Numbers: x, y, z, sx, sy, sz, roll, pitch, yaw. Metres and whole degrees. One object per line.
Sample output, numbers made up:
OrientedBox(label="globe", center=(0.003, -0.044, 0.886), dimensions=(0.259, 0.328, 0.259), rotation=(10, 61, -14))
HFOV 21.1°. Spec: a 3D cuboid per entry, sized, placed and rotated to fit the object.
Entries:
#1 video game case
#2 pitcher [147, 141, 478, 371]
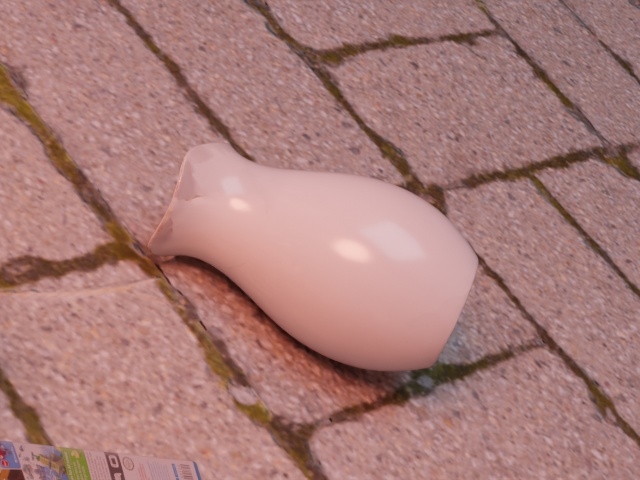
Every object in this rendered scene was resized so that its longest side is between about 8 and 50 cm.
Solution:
OrientedBox(label="video game case", center=(-0.127, 0.164, 0.941), dimensions=(0.166, 0.015, 0.119), rotation=(12, 41, -35))
OrientedBox(label="pitcher", center=(0.000, 0.000, 1.190), dimensions=(0.207, 0.125, 0.178), rotation=(24, 18, -1))
